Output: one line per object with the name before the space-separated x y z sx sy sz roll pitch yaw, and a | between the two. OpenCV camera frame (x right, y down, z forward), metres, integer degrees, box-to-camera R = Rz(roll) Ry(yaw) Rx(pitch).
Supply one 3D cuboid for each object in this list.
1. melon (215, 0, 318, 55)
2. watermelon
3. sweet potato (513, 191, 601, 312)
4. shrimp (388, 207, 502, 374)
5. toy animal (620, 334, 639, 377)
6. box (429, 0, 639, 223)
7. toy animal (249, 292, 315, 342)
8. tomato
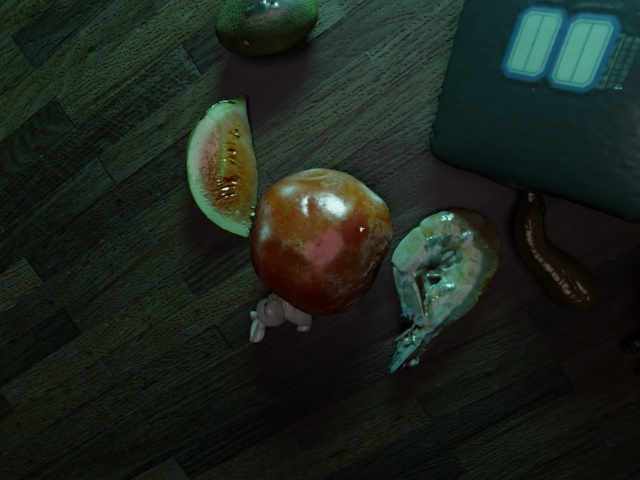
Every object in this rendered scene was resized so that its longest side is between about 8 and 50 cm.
melon | -0.083 -0.336 0.700 0.162 0.099 0.099 -16 100 10
watermelon | -0.166 -0.123 0.782 0.119 0.063 0.245 -1 102 -6
sweet potato | 0.368 0.022 0.740 0.081 0.062 0.233 -33 93 -3
shrimp | 0.180 0.087 0.779 0.164 0.062 0.317 31 100 4
toy animal | 0.564 0.212 0.761 0.065 0.047 0.136 -30 91 4
box | 0.339 -0.232 0.593 0.350 0.091 0.359 23 111 33
toy animal | -0.070 0.124 0.813 0.124 0.071 0.085 -4 120 0
tomato | -0.004 -0.002 0.711 0.232 0.188 0.232 0 92 6
